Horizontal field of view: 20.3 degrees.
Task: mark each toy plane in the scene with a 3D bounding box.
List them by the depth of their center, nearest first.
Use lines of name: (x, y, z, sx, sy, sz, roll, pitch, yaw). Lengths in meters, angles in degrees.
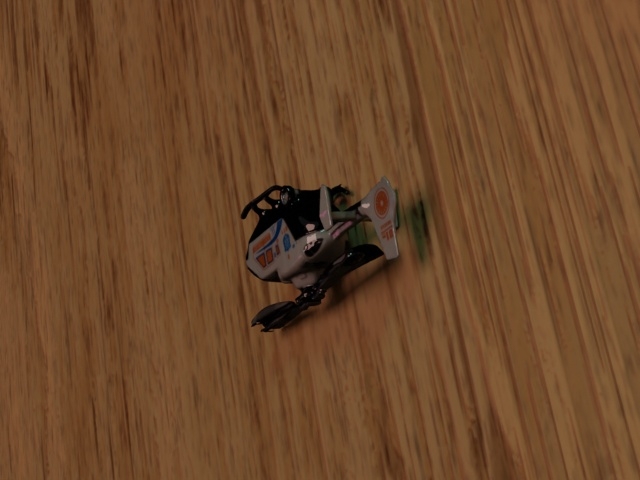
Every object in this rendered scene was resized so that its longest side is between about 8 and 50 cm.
toy plane: (0.000, -0.001, 1.134, 0.197, 0.053, 0.078, -31, 63, 57)
